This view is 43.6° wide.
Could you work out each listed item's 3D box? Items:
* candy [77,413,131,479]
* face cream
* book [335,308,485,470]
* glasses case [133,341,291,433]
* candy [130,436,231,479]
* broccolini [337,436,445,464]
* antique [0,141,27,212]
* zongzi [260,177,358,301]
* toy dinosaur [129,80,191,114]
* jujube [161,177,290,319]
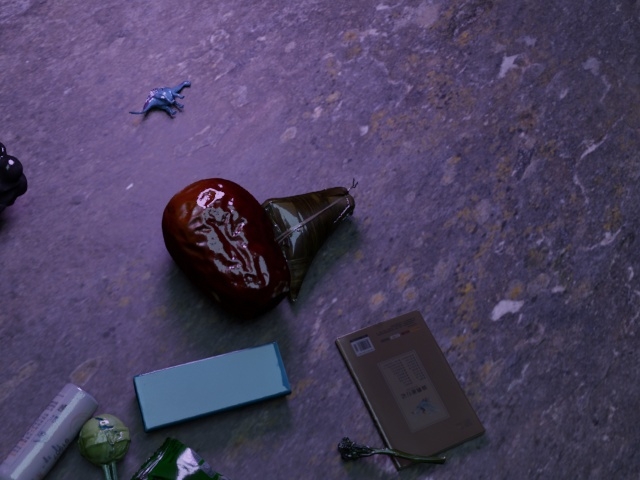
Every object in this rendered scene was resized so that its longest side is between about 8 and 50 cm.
[{"bbox_3d":[-0.381,0.488,1.483,0.093,0.092,0.335,13,56,-52],"label":"candy"},{"bbox_3d":[-0.529,0.396,1.497,0.082,0.082,0.269,30,59,7],"label":"face cream"},{"bbox_3d":[0.191,0.314,1.727,0.217,0.021,0.310,-17,64,-21],"label":"book"},{"bbox_3d":[-0.220,0.301,1.628,0.301,0.070,0.117,-10,68,-19],"label":"glasses case"},{"bbox_3d":[-0.249,0.473,1.511,0.203,0.078,0.141,34,59,4],"label":"candy"},{"bbox_3d":[0.143,0.428,1.621,0.218,0.042,0.044,3,93,1],"label":"broccolini"},{"bbox_3d":[-0.795,-0.146,1.709,0.255,0.185,0.322,-34,67,-25],"label":"antique"},{"bbox_3d":[0.000,0.000,1.844,0.248,0.111,0.240,-14,81,-26],"label":"zongzi"},{"bbox_3d":[-0.389,-0.351,1.996,0.080,0.045,0.197,33,51,24],"label":"toy dinosaur"},{"bbox_3d":[-0.199,0.015,1.722,0.223,0.223,0.318,-30,73,-25],"label":"jujube"}]
